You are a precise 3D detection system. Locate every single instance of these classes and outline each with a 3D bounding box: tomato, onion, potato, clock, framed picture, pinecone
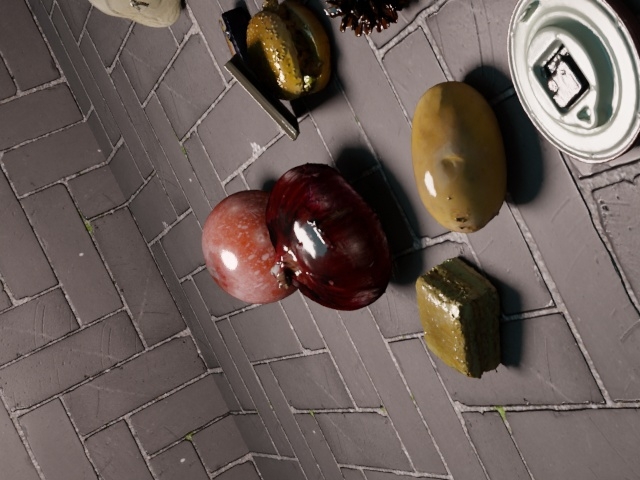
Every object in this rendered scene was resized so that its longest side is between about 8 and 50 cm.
[{"bbox_3d":[-0.158,0.019,2.260,0.270,0.227,0.270,42,148,35],"label":"tomato"},{"bbox_3d":[0.000,0.000,1.896,0.314,0.232,0.314,48,154,33],"label":"onion"},{"bbox_3d":[0.207,-0.123,1.475,0.150,0.146,0.233,-3,115,32],"label":"potato"},{"bbox_3d":[0.319,-0.212,1.233,0.244,0.056,0.244,46,151,34],"label":"clock"},{"bbox_3d":[-0.108,-0.284,1.894,0.189,0.023,0.260,47,-172,-12],"label":"framed picture"},{"bbox_3d":[0.065,-0.379,1.508,0.140,0.121,0.140,44,167,13],"label":"pinecone"}]

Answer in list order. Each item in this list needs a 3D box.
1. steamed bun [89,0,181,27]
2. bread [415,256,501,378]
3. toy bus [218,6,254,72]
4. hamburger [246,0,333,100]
[{"bbox_3d":[-0.444,-0.643,2.159,0.247,0.236,0.383,54,154,26],"label":"steamed bun"},{"bbox_3d":[0.242,0.142,1.706,0.138,0.102,0.196,42,150,46],"label":"bread"},{"bbox_3d":[-0.160,-0.397,2.047,0.172,0.057,0.072,69,165,-12],"label":"toy bus"},{"bbox_3d":[-0.066,-0.356,1.820,0.182,0.118,0.190,14,123,59],"label":"hamburger"}]
